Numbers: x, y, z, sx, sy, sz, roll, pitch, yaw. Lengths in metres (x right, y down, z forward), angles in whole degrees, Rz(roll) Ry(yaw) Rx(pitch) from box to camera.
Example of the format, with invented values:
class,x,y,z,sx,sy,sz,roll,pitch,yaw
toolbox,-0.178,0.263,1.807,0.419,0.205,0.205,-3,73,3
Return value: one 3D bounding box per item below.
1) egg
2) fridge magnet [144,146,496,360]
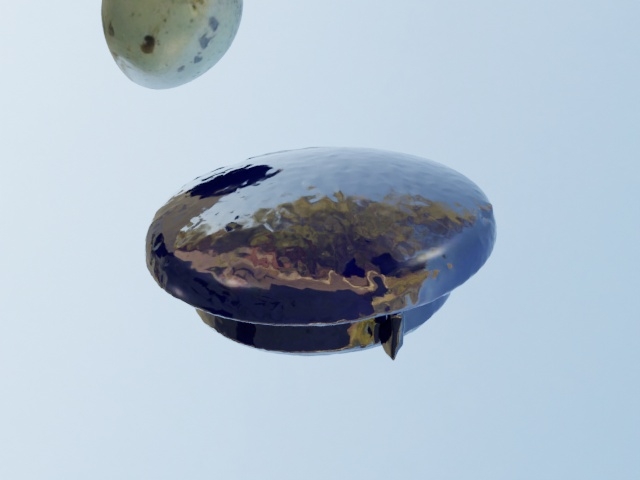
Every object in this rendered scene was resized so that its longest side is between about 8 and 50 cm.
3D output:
class,x,y,z,sx,sy,sz,roll,pitch,yaw
egg,-0.138,-0.208,1.318,0.131,0.131,0.164,60,-28,18
fridge magnet,0.000,0.000,1.078,0.265,0.265,0.113,21,-56,39
